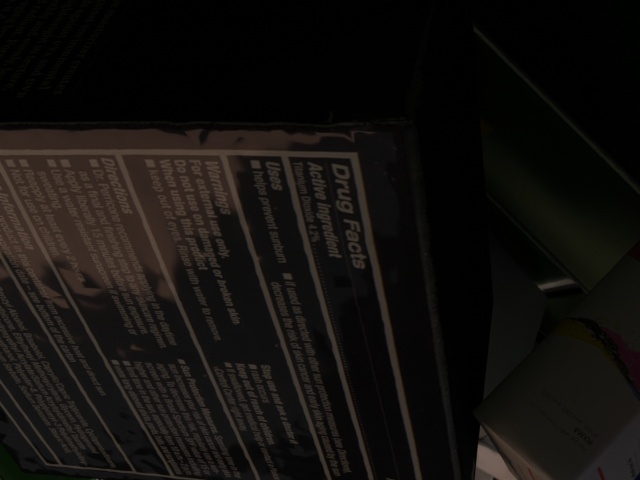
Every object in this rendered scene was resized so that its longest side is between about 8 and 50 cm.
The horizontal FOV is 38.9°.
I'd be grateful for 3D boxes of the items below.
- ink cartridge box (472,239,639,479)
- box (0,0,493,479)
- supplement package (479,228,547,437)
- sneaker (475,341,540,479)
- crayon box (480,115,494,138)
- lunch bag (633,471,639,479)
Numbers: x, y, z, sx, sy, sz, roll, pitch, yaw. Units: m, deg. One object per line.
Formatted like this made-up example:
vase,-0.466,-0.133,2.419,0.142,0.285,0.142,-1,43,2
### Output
ink cartridge box,0.157,0.092,0.501,0.067,0.198,0.115,41,171,36
box,-0.061,-0.003,0.509,0.294,0.182,0.296,3,136,17
supplement package,0.025,0.099,0.827,0.177,0.175,0.293,46,130,-11
sneaker,0.213,0.269,0.942,0.137,0.210,0.365,10,144,27
crayon box,-0.063,-0.060,0.667,0.203,0.323,0.083,32,-142,-27
lunch bag,0.239,0.174,0.384,0.293,0.221,0.138,46,174,-6
